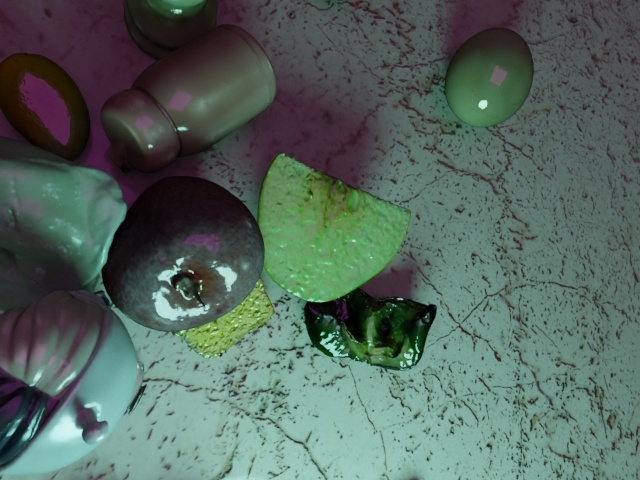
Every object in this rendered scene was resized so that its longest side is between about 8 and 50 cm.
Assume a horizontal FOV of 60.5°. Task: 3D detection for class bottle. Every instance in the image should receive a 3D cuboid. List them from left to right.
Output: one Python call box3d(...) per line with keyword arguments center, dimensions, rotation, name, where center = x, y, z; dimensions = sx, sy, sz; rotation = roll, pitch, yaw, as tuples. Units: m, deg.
box3d(center=(-0.238, -0.236, 0.979), dimensions=(0.173, 0.206, 0.297), rotation=(49, 60, -7), name="bottle")

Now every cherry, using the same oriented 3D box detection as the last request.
box3d(center=(-0.228, 0.015, 0.909), dimensions=(0.261, 0.221, 0.307), rotation=(-28, 47, -2), name="cherry")

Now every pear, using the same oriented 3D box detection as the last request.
box3d(center=(-0.004, -0.001, 1.051), dimensions=(0.287, 0.139, 0.239), rotation=(22, 77, -13), name="pear")

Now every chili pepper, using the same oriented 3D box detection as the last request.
box3d(center=(0.082, 0.168, 1.082), dimensions=(0.264, 0.116, 0.148), rotation=(11, 90, -18), name="chili pepper")

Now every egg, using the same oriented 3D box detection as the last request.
box3d(center=(0.375, -0.363, 1.218), dimensions=(0.186, 0.186, 0.242), rotation=(36, 66, -12), name="egg")

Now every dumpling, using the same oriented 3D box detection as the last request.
box3d(center=(-0.464, -0.048, 0.850), dimensions=(0.212, 0.320, 0.270), rotation=(-46, 130, -35), name="dumpling")

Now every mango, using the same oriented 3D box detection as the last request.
box3d(center=(-0.470, -0.225, 0.939), dimensions=(0.130, 0.092, 0.195), rotation=(-22, 94, -23), name="mango")

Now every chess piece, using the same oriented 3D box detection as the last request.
box3d(center=(-0.243, -0.455, 0.929), dimensions=(0.182, 0.330, 0.183), rotation=(3, 81, -18), name="chess piece")

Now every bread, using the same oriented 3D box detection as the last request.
box3d(center=(-0.176, 0.142, 1.007), dimensions=(0.187, 0.065, 0.103), rotation=(-36, 97, -22), name="bread")

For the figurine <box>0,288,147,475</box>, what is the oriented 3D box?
box3d(center=(-0.362, 0.184, 0.780), dimensions=(0.210, 0.361, 0.253), rotation=(17, 77, -7), name="figurine")
